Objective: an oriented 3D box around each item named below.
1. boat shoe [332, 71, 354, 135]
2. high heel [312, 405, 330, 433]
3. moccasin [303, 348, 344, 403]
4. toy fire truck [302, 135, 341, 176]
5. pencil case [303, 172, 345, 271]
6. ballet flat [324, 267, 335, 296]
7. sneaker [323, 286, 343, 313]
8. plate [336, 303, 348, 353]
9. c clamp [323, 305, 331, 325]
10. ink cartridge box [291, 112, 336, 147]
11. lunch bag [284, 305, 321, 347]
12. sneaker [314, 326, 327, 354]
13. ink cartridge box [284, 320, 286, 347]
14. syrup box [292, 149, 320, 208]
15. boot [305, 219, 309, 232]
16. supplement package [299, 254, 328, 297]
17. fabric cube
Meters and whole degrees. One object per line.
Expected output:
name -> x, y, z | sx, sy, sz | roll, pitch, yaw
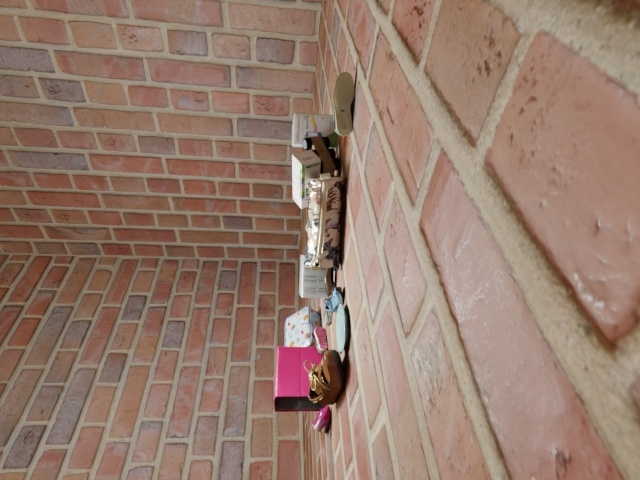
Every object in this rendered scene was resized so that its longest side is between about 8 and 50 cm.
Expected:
boat shoe -> 0.083, -0.521, 1.547 | 0.079, 0.084, 0.232 | -112, 21, -73
high heel -> 0.014, 0.844, 1.918 | 0.117, 0.082, 0.244 | -57, -20, -19
moccasin -> 0.008, 0.547, 1.599 | 0.379, 0.147, 0.139 | 101, 165, -54
toy fire truck -> 0.000, -0.338, 1.898 | 0.246, 0.159, 0.216 | 112, 142, -51
pencil case -> 0.014, -0.078, 1.684 | 0.183, 0.160, 0.409 | -109, 21, -78
ballet flat -> 0.047, 0.134, 1.839 | 0.084, 0.058, 0.249 | 49, -141, -82
sneaker -> 0.051, 0.248, 1.646 | 0.162, 0.073, 0.063 | 99, 171, -46
plate -> 0.086, 0.338, 1.544 | 0.188, 0.024, 0.187 | -178, 90, -83
c clamp -> 0.040, 0.356, 1.973 | 0.160, 0.022, 0.137 | -100, 18, -66
ink cartridge box -> -0.030, -0.530, 1.958 | 0.093, 0.213, 0.154 | -140, 52, -82
lunch bag -> -0.109, 0.539, 2.323 | 0.243, 0.115, 0.303 | -37, 34, 27
sneaker -> -0.002, 0.518, 2.074 | 0.170, 0.063, 0.074 | -107, 26, -57
ink cartridge box -> -0.130, 0.677, 2.549 | 0.198, 0.198, 0.269 | -101, 14, -60
syrup box -> -0.063, -0.264, 1.758 | 0.096, 0.093, 0.236 | 51, 151, 40
boot -> 0.020, -0.136, 2.030 | 0.179, 0.085, 0.236 | 6, 72, 64
supplement package -> -0.024, 0.172, 1.984 | 0.194, 0.150, 0.202 | 173, 99, -83
fabric cube -> -0.109, 0.723, 2.098 | 0.254, 0.260, 0.258 | 98, 171, -52
